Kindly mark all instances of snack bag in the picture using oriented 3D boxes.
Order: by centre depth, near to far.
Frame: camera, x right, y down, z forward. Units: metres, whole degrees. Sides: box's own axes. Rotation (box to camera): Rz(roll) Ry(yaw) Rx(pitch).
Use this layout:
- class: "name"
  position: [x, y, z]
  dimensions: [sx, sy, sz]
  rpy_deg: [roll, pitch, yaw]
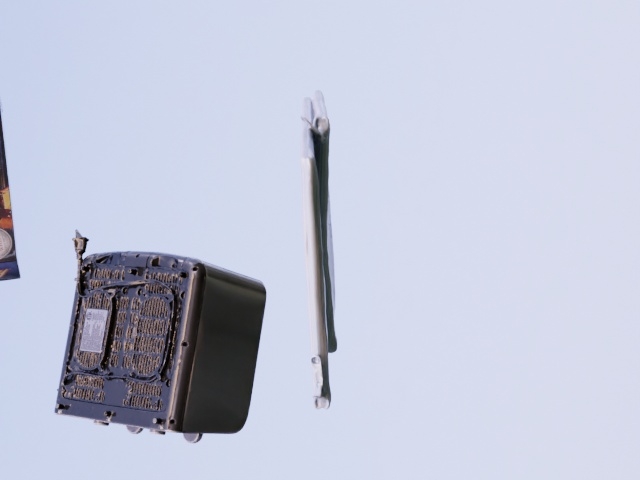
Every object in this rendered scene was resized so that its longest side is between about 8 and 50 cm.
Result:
- class: "snack bag"
  position: [0.000, 0.000, 1.894]
  dimensions: [0.342, 0.037, 0.323]
  rpy_deg: [-89, -4, -74]

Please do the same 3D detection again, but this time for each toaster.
- class: "toaster"
  position: [-0.153, 0.091, 1.435]
  dimensions: [0.110, 0.168, 0.186]
  rpy_deg: [18, -103, -51]

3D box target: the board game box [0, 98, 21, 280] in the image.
- class: "board game box"
  position: [-0.431, -0.058, 1.716]
  dimensions: [0.042, 0.165, 0.243]
  rpy_deg: [96, 164, -57]
